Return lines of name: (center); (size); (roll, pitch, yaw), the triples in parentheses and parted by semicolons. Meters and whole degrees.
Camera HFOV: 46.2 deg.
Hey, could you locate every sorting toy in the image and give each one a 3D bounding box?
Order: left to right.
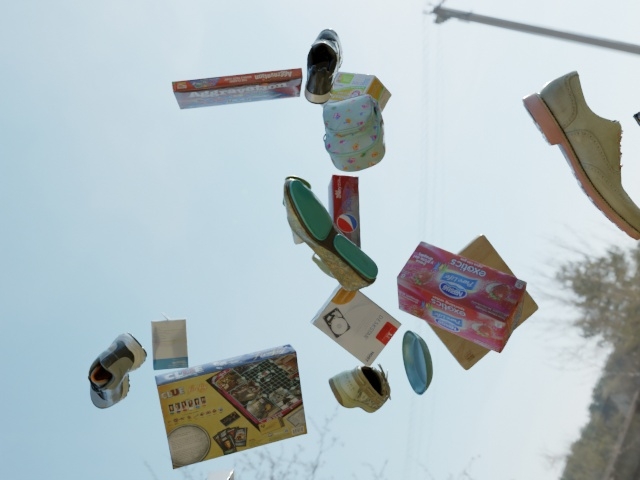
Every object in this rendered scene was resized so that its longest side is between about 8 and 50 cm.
sorting toy: (0.390, 0.157, 1.973); (0.257, 0.255, 0.089); (-40, 10, -4)

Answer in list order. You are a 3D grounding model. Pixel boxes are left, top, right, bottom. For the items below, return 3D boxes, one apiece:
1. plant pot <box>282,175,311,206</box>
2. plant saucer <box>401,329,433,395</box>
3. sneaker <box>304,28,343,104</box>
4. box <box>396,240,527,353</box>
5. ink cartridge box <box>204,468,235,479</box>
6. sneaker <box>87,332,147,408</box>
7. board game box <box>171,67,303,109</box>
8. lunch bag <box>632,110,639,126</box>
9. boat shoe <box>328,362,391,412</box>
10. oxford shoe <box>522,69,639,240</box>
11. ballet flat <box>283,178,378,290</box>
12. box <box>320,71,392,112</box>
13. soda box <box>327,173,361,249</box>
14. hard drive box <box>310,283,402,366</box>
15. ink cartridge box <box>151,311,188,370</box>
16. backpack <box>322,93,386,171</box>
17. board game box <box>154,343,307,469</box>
plant pot: (-0.077, -0.134, 2.206); (0.083, 0.083, 0.079); (-29, -33, -53)
plant saucer: (0.179, 0.220, 1.366); (0.021, 0.119, 0.119); (-8, -54, -14)
sneaker: (0.012, -0.428, 1.732); (0.106, 0.078, 0.234); (97, -176, -54)
box: (0.305, 0.122, 1.639); (0.123, 0.256, 0.128); (-53, -28, -29)
ink cartridge box: (-0.296, 0.802, 2.243); (0.139, 0.082, 0.191); (-33, -63, -84)
sneaker: (-0.489, 0.309, 1.708); (0.108, 0.100, 0.271); (-34, -15, -44)
board game box: (-0.182, -0.337, 1.678); (0.145, 0.281, 0.027); (118, 144, -82)
lunch bag: (0.862, -0.313, 1.943); (0.071, 0.083, 0.053); (-14, -56, -34)
boat shoe: (0.117, 0.347, 1.791); (0.089, 0.105, 0.285); (-36, -20, 15)
oxford shoe: (0.601, -0.180, 1.609); (0.146, 0.397, 0.140); (-36, 6, 15)
ballet flat: (0.000, 0.000, 1.899); (0.348, 0.123, 0.123); (46, -121, -16)
box: (0.099, -0.443, 2.314); (0.103, 0.203, 0.114); (38, -104, -43)
soda box: (0.074, -0.077, 2.386); (0.083, 0.092, 0.263); (112, 160, -62)
hard drive box: (0.113, 0.265, 2.416); (0.181, 0.232, 0.089); (-53, 5, -5)
ink cartridge box: (-0.386, 0.254, 1.930); (0.092, 0.089, 0.143); (163, 104, -80)
backpack: (0.086, -0.277, 1.947); (0.144, 0.165, 0.188); (63, -160, -57)
board game box: (-0.152, 0.287, 1.308); (0.243, 0.042, 0.165); (-11, -72, -14)
